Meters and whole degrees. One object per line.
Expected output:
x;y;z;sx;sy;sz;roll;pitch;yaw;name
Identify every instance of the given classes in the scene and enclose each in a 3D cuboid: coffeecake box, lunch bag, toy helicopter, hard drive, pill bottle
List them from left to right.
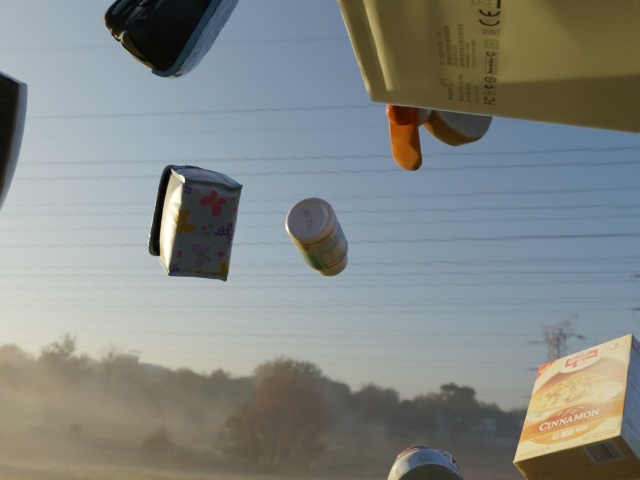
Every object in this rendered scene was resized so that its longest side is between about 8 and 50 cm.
-0.510;-0.138;0.986;0.172;0.254;0.054;26;21;5;hard drive
-0.092;-0.015;0.492;0.053;0.071;0.083;7;12;-21;lunch bag
0.000;0.000;1.219;0.087;0.087;0.160;0;-28;15;pill bottle
0.111;-0.257;0.926;0.355;0.235;0.140;40;-27;-28;toy helicopter
0.336;0.217;0.867;0.142;0.185;0.068;-33;-79;39;coffeecake box
0.171;-0.125;0.436;0.308;0.040;0.203;9;-11;14;hard drive

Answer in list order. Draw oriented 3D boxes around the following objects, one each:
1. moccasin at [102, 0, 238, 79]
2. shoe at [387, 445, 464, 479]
-0.103;-0.329;0.694;0.117;0.342;0.138;34;3;-5;moccasin
0.089;0.207;0.585;0.064;0.081;0.178;-23;-52;4;shoe
